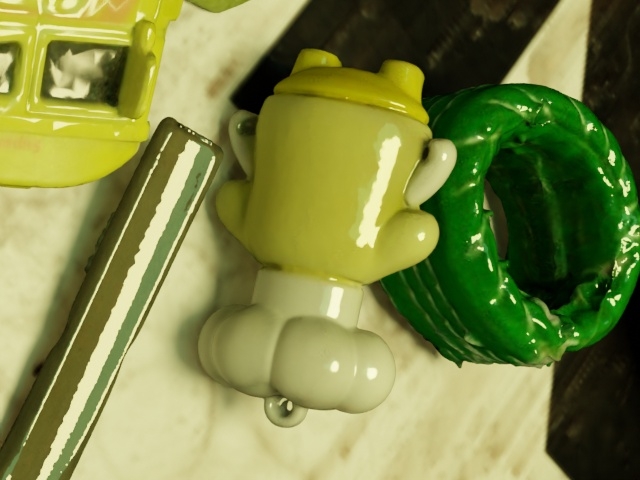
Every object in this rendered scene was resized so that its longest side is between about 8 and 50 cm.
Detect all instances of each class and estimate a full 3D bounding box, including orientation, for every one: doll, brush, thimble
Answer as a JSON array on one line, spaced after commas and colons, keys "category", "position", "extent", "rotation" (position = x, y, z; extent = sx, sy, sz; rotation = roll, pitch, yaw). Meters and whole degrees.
[{"category": "doll", "position": [0.000, 0.000, 0.817], "extent": [0.062, 0.106, 0.162], "rotation": [24, 78, -64]}, {"category": "brush", "position": [-0.096, 0.039, 0.789], "extent": [0.034, 0.027, 0.190], "rotation": [29, 80, -27]}, {"category": "thimble", "position": [0.082, -0.006, 0.875], "extent": [0.118, 0.090, 0.130], "rotation": [-8, 93, -37]}]

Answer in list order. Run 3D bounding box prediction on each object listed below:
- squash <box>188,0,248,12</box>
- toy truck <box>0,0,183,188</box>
[{"category": "squash", "position": [-0.025, -0.256, 0.850], "extent": [0.189, 0.189, 0.260], "rotation": [26, 110, -32]}, {"category": "toy truck", "position": [-0.185, -0.081, 0.668], "extent": [0.272, 0.124, 0.157], "rotation": [2, 102, -33]}]
